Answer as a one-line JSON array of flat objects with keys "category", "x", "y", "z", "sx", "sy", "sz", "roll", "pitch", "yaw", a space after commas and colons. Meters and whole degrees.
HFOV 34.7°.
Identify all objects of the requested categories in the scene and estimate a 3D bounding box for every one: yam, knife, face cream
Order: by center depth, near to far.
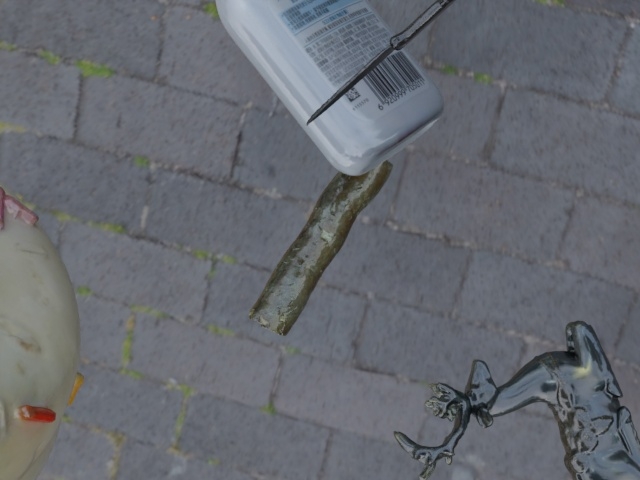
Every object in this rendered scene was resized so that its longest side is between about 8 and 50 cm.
[{"category": "knife", "x": 0.047, "y": -0.146, "z": 0.834, "sx": 0.170, "sy": 0.023, "sz": 0.010, "roll": -39, "pitch": 78, "yaw": 27}, {"category": "face cream", "x": -0.021, "y": -0.228, "z": 1.044, "sx": 0.336, "sy": 0.163, "sz": 0.080, "roll": 51, "pitch": 142, "yaw": 4}, {"category": "yam", "x": 0.000, "y": 0.000, "z": 1.222, "sx": 0.061, "sy": 0.061, "sz": 0.253, "roll": 34, "pitch": 80, "yaw": -6}]

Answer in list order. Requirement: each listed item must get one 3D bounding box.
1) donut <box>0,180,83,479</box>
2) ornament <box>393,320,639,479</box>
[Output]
[{"category": "donut", "x": -0.335, "y": 0.042, "z": 0.733, "sx": 0.382, "sy": 0.382, "sz": 0.142, "roll": 40, "pitch": 120, "yaw": -9}, {"category": "ornament", "x": 0.205, "y": 0.214, "z": 1.082, "sx": 0.236, "sy": 0.080, "sz": 0.202, "roll": -19, "pitch": 81, "yaw": -2}]
